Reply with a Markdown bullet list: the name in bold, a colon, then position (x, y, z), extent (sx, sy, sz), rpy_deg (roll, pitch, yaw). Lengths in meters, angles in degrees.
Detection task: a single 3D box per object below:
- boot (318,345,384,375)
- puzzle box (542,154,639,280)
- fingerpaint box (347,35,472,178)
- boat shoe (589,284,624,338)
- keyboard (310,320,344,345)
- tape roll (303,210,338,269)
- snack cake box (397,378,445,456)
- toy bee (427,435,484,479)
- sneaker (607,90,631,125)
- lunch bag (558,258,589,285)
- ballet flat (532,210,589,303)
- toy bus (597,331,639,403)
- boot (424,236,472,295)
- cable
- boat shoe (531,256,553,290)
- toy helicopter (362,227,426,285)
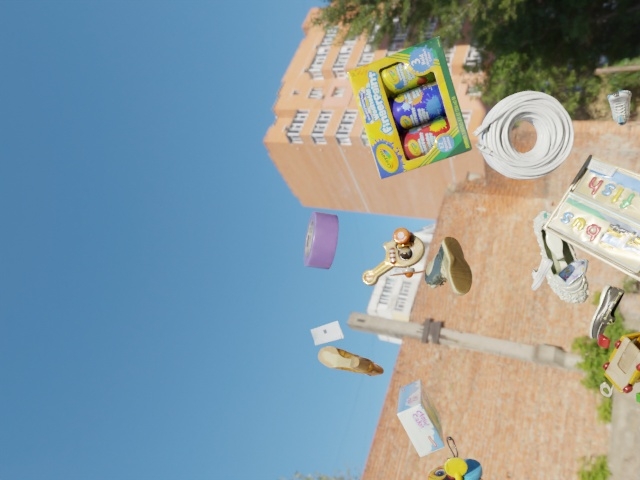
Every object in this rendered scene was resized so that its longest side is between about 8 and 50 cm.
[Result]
- **boot**: position (0.150, 0.612, 2.426), extent (0.211, 0.295, 0.104), rpy_deg (33, -112, -41)
- **puzzle box**: position (0.902, -0.050, 1.425), extent (0.052, 0.409, 0.272), rpy_deg (12, -70, -47)
- **fingerpaint box**: position (0.353, -0.509, 1.935), extent (0.163, 0.371, 0.445), rpy_deg (-35, -71, -74)
- **boat shoe**: position (1.136, 0.292, 1.941), extent (0.081, 0.068, 0.228), rpy_deg (5, -79, -43)
- **keyboard**: position (0.024, 0.382, 2.005), extent (0.014, 0.256, 0.072), rpy_deg (-10, -103, -29)
- **tape roll**: position (0.000, 0.000, 1.637), extent (0.189, 0.080, 0.189), rpy_deg (-171, 90, -81)
- **snack cake box**: position (0.333, 0.583, 1.634), extent (0.152, 0.089, 0.264), rpy_deg (63, -169, 4)
- **toy bee**: position (0.334, 0.625, 1.212), extent (0.298, 0.162, 0.195), rpy_deg (120, 130, -74)
- **sneaker**: position (1.072, -0.467, 1.744), extent (0.190, 0.071, 0.083), rpy_deg (18, -107, -49)
- **lunch bag**: position (0.733, 0.087, 1.402), extent (0.083, 0.053, 0.071), rpy_deg (-49, -23, 21)
- **ballet flat**: position (0.951, 0.081, 1.946), extent (0.147, 0.147, 0.409), rpy_deg (-28, -86, -59)
- **toy bus**: position (0.915, 0.364, 1.427), extent (0.202, 0.104, 0.191), rpy_deg (140, 121, -77)
- **boot**: position (0.497, 0.143, 1.936), extent (0.203, 0.095, 0.262), rpy_deg (114, 157, -47)
- **cable**: position (0.604, -0.306, 1.448), extent (0.257, 0.257, 0.089), rpy_deg (-47, 1, 4)
- **boat shoe**: position (0.589, 0.089, 1.322), extent (0.035, 0.035, 0.100), rpy_deg (-40, -28, -55)
- **toy helicopter**: position (0.364, 0.118, 2.412), extent (0.235, 0.355, 0.140), rpy_deg (57, -165, 22)
